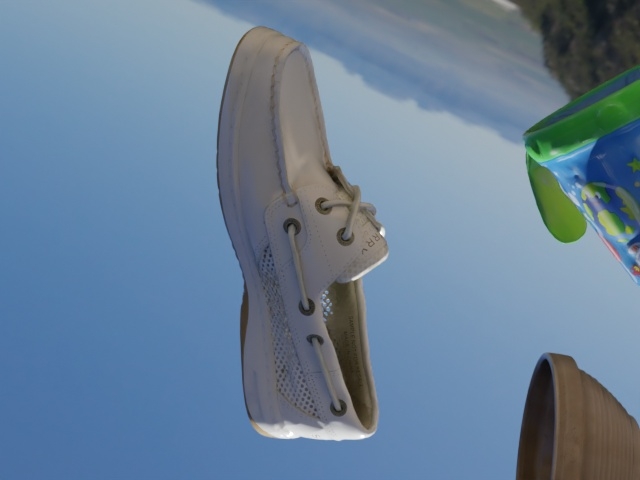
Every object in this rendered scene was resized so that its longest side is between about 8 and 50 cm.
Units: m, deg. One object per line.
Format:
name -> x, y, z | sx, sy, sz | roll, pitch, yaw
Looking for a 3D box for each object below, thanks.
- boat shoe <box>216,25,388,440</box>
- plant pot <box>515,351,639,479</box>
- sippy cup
boat shoe -> 0.000, 0.000, 0.792 | 0.096, 0.277, 0.098 | 4, -158, 25
plant pot -> 0.290, 0.247, 1.375 | 0.109, 0.237, 0.237 | 6, -171, 1
sippy cup -> 0.372, -0.073, 1.335 | 0.224, 0.240, 0.305 | 60, 179, -3
